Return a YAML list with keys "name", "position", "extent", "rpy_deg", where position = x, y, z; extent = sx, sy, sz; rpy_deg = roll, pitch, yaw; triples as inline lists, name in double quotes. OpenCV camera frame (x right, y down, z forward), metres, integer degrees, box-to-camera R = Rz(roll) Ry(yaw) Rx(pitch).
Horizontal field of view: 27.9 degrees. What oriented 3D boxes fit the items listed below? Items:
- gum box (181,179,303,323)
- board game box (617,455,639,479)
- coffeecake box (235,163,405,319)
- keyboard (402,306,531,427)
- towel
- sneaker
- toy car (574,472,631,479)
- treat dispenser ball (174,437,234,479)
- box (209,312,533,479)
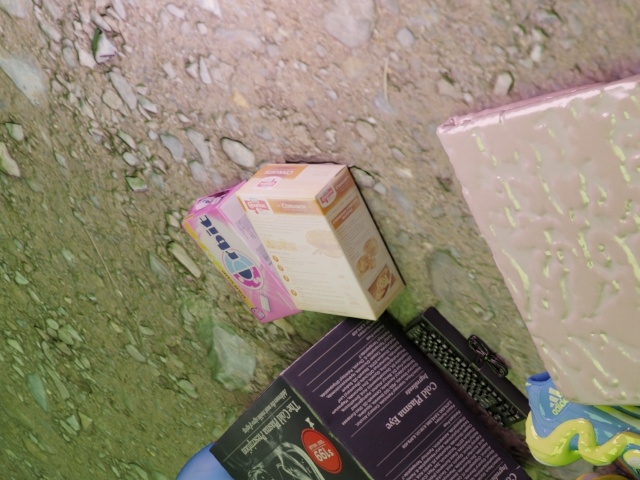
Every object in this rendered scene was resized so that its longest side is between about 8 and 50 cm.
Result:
- name: "gum box"
  position: [-0.090, 0.014, 1.690]
  extent: [0.188, 0.062, 0.107]
  rpy_deg: [52, 147, -12]
- name: "board game box"
  position: [0.453, 0.341, 1.448]
  extent: [0.281, 0.027, 0.145]
  rpy_deg: [49, 168, -8]
- name: "coffeecake box"
  position: [0.000, 0.000, 1.567]
  extent: [0.142, 0.068, 0.185]
  rpy_deg: [5, 131, 46]
- name: "keyboard"
  position: [0.184, 0.157, 1.586]
  extent: [0.180, 0.023, 0.108]
  rpy_deg: [44, 148, 0]
- name: "towel"
  position: [0.285, 0.006, 1.228]
  extent: [0.317, 0.053, 0.332]
  rpy_deg: [-11, 108, 53]
- name: "sneaker"
  position: [0.321, 0.177, 1.392]
  extent: [0.240, 0.091, 0.126]
  rpy_deg: [-13, 99, 34]
- name: "toy car"
  position: [0.287, 0.356, 1.591]
  extent: [0.053, 0.239, 0.225]
  rpy_deg: [60, -171, 23]
- name: "treat dispenser ball"
  position: [-0.096, 0.434, 1.969]
  extent: [0.288, 0.288, 0.288]
  rpy_deg: [29, 145, 23]
- name: "box"
  position: [0.053, 0.298, 1.719]
  extent: [0.312, 0.179, 0.343]
  rpy_deg: [47, 148, 6]
